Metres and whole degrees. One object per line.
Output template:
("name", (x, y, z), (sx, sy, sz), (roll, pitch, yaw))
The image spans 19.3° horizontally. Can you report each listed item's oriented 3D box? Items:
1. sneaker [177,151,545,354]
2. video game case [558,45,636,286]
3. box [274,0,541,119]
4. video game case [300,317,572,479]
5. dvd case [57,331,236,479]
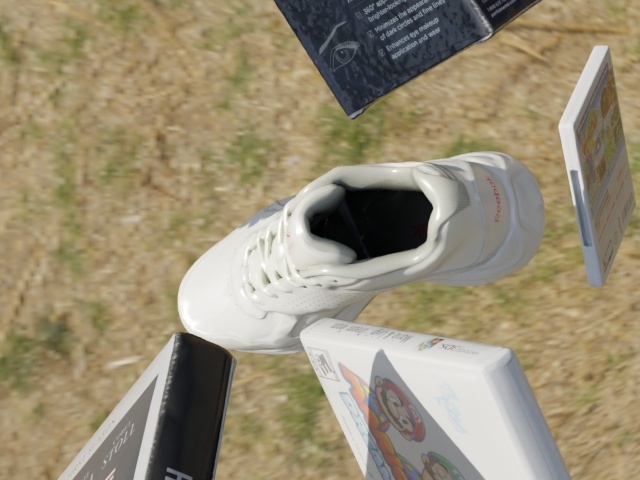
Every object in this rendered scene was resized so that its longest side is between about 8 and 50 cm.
("sneaker", (0.000, 0.000, 1.040), (0.232, 0.115, 0.090), (-23, 72, 30))
("video game case", (0.171, -0.045, 1.151), (0.011, 0.087, 0.122), (3, 129, 25))
("box", (0.048, -0.189, 1.243), (0.156, 0.093, 0.158), (-27, 98, 50))
("video game case", (0.059, 0.105, 0.706), (0.019, 0.143, 0.157), (-30, 105, -22))
("dvd case", (-0.094, 0.167, 0.619), (0.029, 0.239, 0.179), (26, 130, -17))
